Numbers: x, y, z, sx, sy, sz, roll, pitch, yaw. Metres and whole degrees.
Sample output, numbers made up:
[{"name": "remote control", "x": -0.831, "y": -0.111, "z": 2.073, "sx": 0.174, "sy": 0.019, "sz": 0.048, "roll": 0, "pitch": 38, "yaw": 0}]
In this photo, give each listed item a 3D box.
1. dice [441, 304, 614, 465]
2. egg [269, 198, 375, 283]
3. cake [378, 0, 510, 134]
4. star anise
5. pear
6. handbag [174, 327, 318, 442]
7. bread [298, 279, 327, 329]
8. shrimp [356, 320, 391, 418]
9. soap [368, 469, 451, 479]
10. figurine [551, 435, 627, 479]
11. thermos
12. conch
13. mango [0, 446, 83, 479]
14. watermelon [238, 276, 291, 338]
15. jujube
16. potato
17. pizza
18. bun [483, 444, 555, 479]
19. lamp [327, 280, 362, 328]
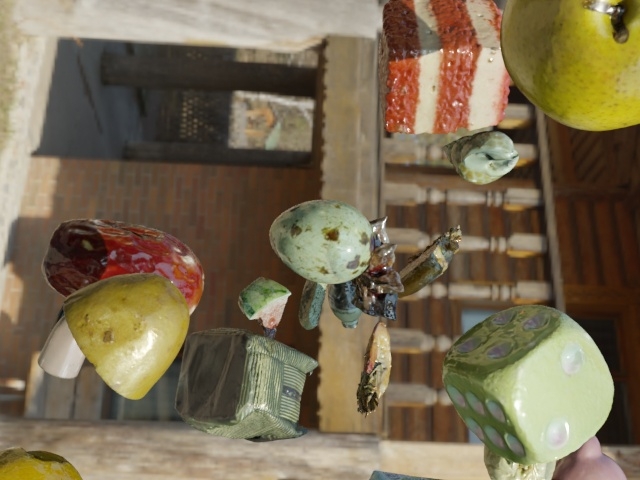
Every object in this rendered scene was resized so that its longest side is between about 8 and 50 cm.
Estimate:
[{"name": "dice", "x": 0.427, "y": 0.296, "z": 1.772, "sx": 0.254, "sy": 0.250, "sz": 0.252, "roll": 59, "pitch": -19, "yaw": -12}, {"name": "egg", "x": 0.000, "y": 0.000, "z": 1.715, "sx": 0.169, "sy": 0.231, "sz": 0.169, "roll": -20, "pitch": 114, "yaw": -56}, {"name": "cake", "x": 0.309, "y": -0.446, "z": 2.185, "sx": 0.269, "sy": 0.319, "sz": 0.270, "roll": 89, "pitch": 0, "yaw": -45}, {"name": "star anise", "x": 0.114, "y": 0.069, "z": 1.945, "sx": 0.223, "sy": 0.109, "sz": 0.236, "roll": 168, "pitch": -84, "yaw": -78}, {"name": "pear", "x": 0.494, "y": -0.360, "z": 1.472, "sx": 0.418, "sy": 0.362, "sz": 0.362, "roll": -31, "pitch": 124, "yaw": -79}, {"name": "handbag", "x": -0.173, "y": 0.346, "z": 2.033, "sx": 0.341, "sy": 0.240, "sz": 0.247, "roll": -10, "pitch": -114, "yaw": 51}, {"name": "bread", "x": -0.021, "y": 0.115, "z": 1.910, "sx": 0.112, "sy": 0.036, "sz": 0.193, "roll": -44, "pitch": -152, "yaw": 59}, {"name": "shrimp", "x": 0.104, "y": 0.238, "z": 1.614, "sx": 0.236, "sy": 0.053, "sz": 0.133, "roll": -61, "pitch": 158, "yaw": -58}, {"name": "soap", "x": 0.230, "y": 0.567, "z": 1.833, "sx": 0.156, "sy": 0.293, "sz": 0.077, "roll": -139, "pitch": -120, "yaw": -77}, {"name": "figurine", "x": 0.644, "y": 0.638, "z": 2.117, "sx": 0.211, "sy": 0.261, "sz": 0.269, "roll": 39, "pitch": -26, "yaw": 27}, {"name": "thermos", "x": -0.624, "y": 0.226, "z": 2.133, "sx": 0.137, "sy": 0.105, "sz": 0.193, "roll": 36, "pitch": -75, "yaw": 42}, {"name": "conch", "x": 0.332, "y": -0.173, "z": 1.741, "sx": 0.173, "sy": 0.116, "sz": 0.106, "roll": 127, "pitch": -35, "yaw": -67}, {"name": "mango", "x": -0.545, "y": 0.488, "z": 1.408, "sx": 0.365, "sy": 0.182, "sz": 0.253, "roll": -24, "pitch": 119, "yaw": -55}, {"name": "watermelon", "x": -0.134, "y": 0.159, "z": 2.109, "sx": 0.098, "sy": 0.121, "sz": 0.158, "roll": 36, "pitch": -15, "yaw": 36}, {"name": "jujube", "x": -0.399, "y": 0.068, "z": 1.752, "sx": 0.223, "sy": 0.318, "sz": 0.223, "roll": -161, "pitch": -90, "yaw": -77}, {"name": "potato", "x": -0.290, "y": 0.125, "z": 1.374, "sx": 0.178, "sy": 0.158, "sz": 0.203, "roll": 42, "pitch": 9, "yaw": -50}, {"name": "pizza", "x": 0.280, "y": 0.050, "z": 2.165, "sx": 0.189, "sy": 0.071, "sz": 0.297, "roll": -41, "pitch": -177, "yaw": 33}, {"name": "bun", "x": 0.458, "y": 0.491, "z": 1.957, "sx": 0.111, "sy": 0.164, "sz": 0.188, "roll": 119, "pitch": -4, "yaw": -70}, {"name": "lamp", "x": 0.067, "y": 0.140, "z": 2.241, "sx": 0.101, "sy": 0.101, "sz": 0.250, "roll": -91, "pitch": 173, "yaw": -48}]
